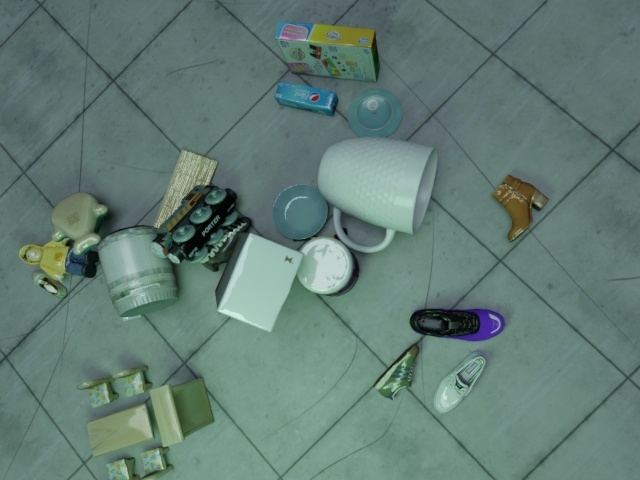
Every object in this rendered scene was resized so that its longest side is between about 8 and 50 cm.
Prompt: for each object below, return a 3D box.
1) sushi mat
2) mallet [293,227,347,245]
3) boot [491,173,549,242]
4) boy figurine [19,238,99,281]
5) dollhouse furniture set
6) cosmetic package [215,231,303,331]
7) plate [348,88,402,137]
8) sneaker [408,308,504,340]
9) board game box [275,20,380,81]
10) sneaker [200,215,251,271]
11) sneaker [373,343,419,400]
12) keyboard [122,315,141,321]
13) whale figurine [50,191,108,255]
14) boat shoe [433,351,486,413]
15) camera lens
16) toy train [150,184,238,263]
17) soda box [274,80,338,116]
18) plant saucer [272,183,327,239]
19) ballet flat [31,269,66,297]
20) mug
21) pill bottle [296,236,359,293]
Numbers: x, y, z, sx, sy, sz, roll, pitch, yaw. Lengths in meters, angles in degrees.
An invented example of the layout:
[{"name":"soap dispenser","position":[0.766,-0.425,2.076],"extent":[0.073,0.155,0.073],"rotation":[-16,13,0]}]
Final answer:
[{"name":"sushi mat","position":[-0.490,-0.168,1.900],"extent":[0.151,0.019,0.316],"rotation":[19,86,13]},{"name":"mallet","position":[0.000,0.000,1.780],"extent":[0.190,0.039,0.062],"rotation":[-10,77,13]},{"name":"boot","position":[0.607,-0.104,1.665],"extent":[0.152,0.073,0.197],"rotation":[37,77,12]},{"name":"boy figurine","position":[-0.958,0.057,1.917],"extent":[0.285,0.092,0.177],"rotation":[11,87,9]},{"name":"dollhouse furniture set","position":[-0.585,0.590,1.684],"extent":[0.394,0.256,0.362],"rotation":[-20,78,7]},{"name":"cosmetic package","position":[-0.200,0.105,1.575],"extent":[0.162,0.453,0.230],"rotation":[23,85,-12]},{"name":"plate","position":[0.186,-0.439,1.814],"extent":[0.188,0.024,0.188],"rotation":[-2,82,11]},{"name":"sneaker","position":[0.417,0.260,1.606],"extent":[0.293,0.146,0.102],"rotation":[-1,82,11]},{"name":"board game box","position":[0.032,-0.629,1.759],"extent":[0.317,0.242,0.064],"rotation":[10,82,11]},{"name":"sneaker","position":[-0.319,0.017,1.815],"extent":[0.234,0.106,0.078],"rotation":[-45,34,-17]},{"name":"sneaker","position":[0.261,0.422,1.657],"extent":[0.086,0.064,0.192],"rotation":[44,91,6]},{"name":"keyboard","position":[-0.703,0.160,1.896],"extent":[0.072,0.014,0.256],"rotation":[-14,80,3]},{"name":"whale figurine","position":[-0.838,-0.047,1.860],"extent":[0.216,0.141,0.272],"rotation":[-33,55,-8]},{"name":"boat shoe","position":[0.425,0.436,1.614],"extent":[0.083,0.076,0.226],"rotation":[34,89,13]},{"name":"camera lens","position":[-0.617,0.100,1.780],"extent":[0.219,0.219,0.274],"rotation":[-21,78,7]},{"name":"toy train","position":[-0.418,-0.057,1.745],"extent":[0.190,0.142,0.334],"rotation":[9,50,33]},{"name":"soda box","position":[-0.049,-0.498,1.841],"extent":[0.210,0.071,0.067],"rotation":[16,86,12]},{"name":"plant saucer","position":[-0.068,-0.096,1.800],"extent":[0.195,0.037,0.195],"rotation":[-2,78,12]},{"name":"ballet flat","position":[-1.007,0.156,1.929],"extent":[0.168,0.052,0.057],"rotation":[27,87,13]},{"name":"mug","position":[0.162,-0.144,1.663],"extent":[0.328,0.276,0.374],"rotation":[15,103,19]},{"name":"pill bottle","position":[0.032,0.088,1.621],"extent":[0.169,0.301,0.169],"rotation":[-1,82,9]}]
